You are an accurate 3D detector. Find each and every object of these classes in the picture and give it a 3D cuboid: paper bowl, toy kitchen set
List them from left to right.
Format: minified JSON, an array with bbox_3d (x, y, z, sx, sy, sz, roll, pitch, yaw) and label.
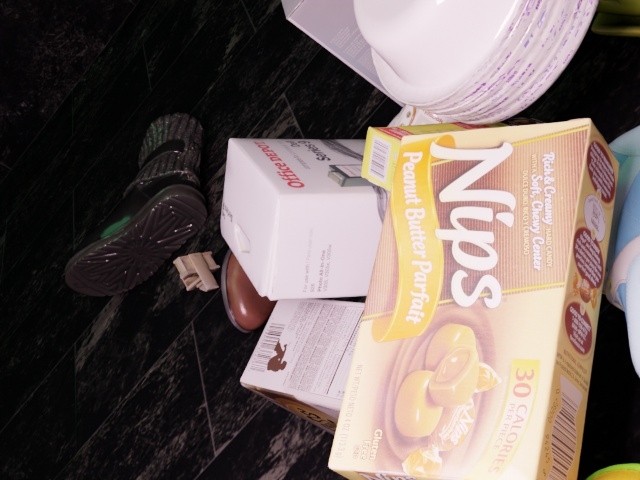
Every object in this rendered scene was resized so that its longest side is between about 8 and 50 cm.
[{"bbox_3d":[-0.214,0.069,1.754,0.075,0.083,0.068,-39,74,31],"label":"toy kitchen set"},{"bbox_3d":[0.139,-0.268,1.055,0.284,0.148,0.284,-31,52,51],"label":"paper bowl"}]

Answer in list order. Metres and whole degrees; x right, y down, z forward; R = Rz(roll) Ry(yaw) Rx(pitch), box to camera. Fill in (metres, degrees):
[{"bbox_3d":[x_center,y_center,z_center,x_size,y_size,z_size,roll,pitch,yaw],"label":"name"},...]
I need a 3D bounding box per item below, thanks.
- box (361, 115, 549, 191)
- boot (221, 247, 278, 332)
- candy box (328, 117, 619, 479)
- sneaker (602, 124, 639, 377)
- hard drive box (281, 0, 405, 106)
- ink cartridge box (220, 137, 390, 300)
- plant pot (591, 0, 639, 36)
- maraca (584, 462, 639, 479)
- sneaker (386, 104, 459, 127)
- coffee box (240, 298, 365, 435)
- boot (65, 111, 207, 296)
[{"bbox_3d":[0.161,-0.088,1.104,0.087,0.232,0.058,35,125,49],"label":"box"},{"bbox_3d":[0.000,0.000,1.497,0.280,0.096,0.264,-12,43,44],"label":"boot"},{"bbox_3d":[0.134,0.058,0.888,0.183,0.087,0.316,-2,63,34],"label":"candy box"},{"bbox_3d":[0.271,0.031,0.964,0.208,0.127,0.319,-28,30,40],"label":"sneaker"},{"bbox_3d":[0.054,-0.330,1.560,0.089,0.232,0.181,-45,30,21],"label":"hard drive box"},{"bbox_3d":[0.053,-0.031,1.176,0.211,0.289,0.121,-133,45,-60],"label":"ink cartridge box"},{"bbox_3d":[0.356,-0.342,1.119,0.227,0.207,0.228,-59,28,-5],"label":"plant pot"},{"bbox_3d":[0.246,0.263,0.795,0.127,0.099,0.186,-27,65,38],"label":"maraca"},{"bbox_3d":[0.114,-0.120,1.339,0.290,0.106,0.123,-59,-8,-5],"label":"sneaker"},{"bbox_3d":[0.071,0.150,1.107,0.297,0.168,0.119,0,61,57],"label":"coffee box"},{"bbox_3d":[-0.349,-0.067,2.027,0.348,0.131,0.260,-33,42,19],"label":"boot"}]
